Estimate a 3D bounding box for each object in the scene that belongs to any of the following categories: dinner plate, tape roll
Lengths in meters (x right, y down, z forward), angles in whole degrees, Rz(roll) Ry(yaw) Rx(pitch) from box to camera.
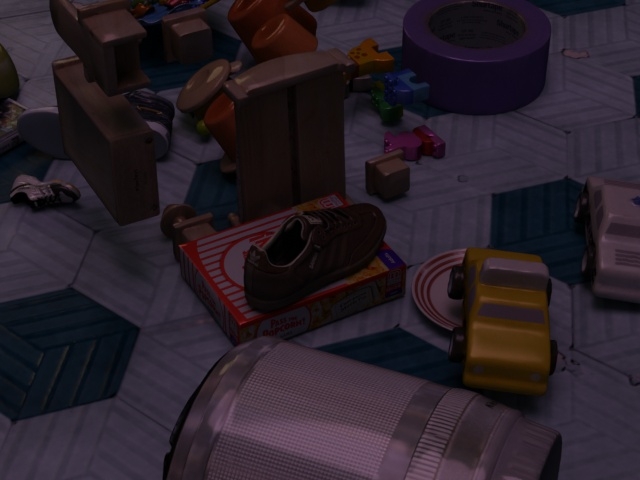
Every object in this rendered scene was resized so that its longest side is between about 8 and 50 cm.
[{"bbox_3d":[0.164,0.056,1.363,0.141,0.017,0.141,0,39,0],"label":"dinner plate"},{"bbox_3d":[0.199,-0.245,1.693,0.189,0.080,0.189,-1,38,1],"label":"tape roll"}]

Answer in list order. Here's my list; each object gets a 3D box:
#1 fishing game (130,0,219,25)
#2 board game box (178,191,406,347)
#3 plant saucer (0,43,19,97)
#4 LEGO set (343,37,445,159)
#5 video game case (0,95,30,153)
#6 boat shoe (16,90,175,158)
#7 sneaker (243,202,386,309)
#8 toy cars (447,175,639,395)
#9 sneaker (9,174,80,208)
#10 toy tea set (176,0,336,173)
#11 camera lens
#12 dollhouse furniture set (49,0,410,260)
[{"bbox_3d":[-0.211,-0.333,1.769,0.189,0.041,0.264,-34,27,-29],"label":"fishing game"},{"bbox_3d":[-0.030,0.031,1.373,0.193,0.045,0.147,-20,42,-23],"label":"board game box"},{"bbox_3d":[-0.490,-0.249,1.649,0.241,0.037,0.241,21,21,-8],"label":"plant saucer"},{"bbox_3d":[0.053,-0.182,1.609,0.093,0.087,0.227,-19,41,-22],"label":"LEGO set"},{"bbox_3d":[-0.463,-0.140,1.613,0.190,0.022,0.173,26,46,31],"label":"video game case"},{"bbox_3d":[-0.267,-0.143,1.586,0.183,0.065,0.083,7,37,-1],"label":"boat shoe"},{"bbox_3d":[0.000,0.000,1.316,0.066,0.071,0.188,29,47,31],"label":"sneaker"},{"bbox_3d":[0.256,0.018,1.332,0.394,0.087,0.176,-28,51,-37],"label":"toy cars"},{"bbox_3d":[-0.314,-0.049,1.495,0.083,0.032,0.037,7,52,17],"label":"sneaker"},{"bbox_3d":[-0.058,-0.204,1.624,0.200,0.124,0.336,-10,44,47],"label":"toy tea set"},{"bbox_3d":[0.027,0.205,1.013,0.274,0.219,0.219,14,41,18],"label":"camera lens"},{"bbox_3d":[-0.090,-0.164,1.415,0.355,0.303,0.174,-19,41,-23],"label":"dollhouse furniture set"}]
